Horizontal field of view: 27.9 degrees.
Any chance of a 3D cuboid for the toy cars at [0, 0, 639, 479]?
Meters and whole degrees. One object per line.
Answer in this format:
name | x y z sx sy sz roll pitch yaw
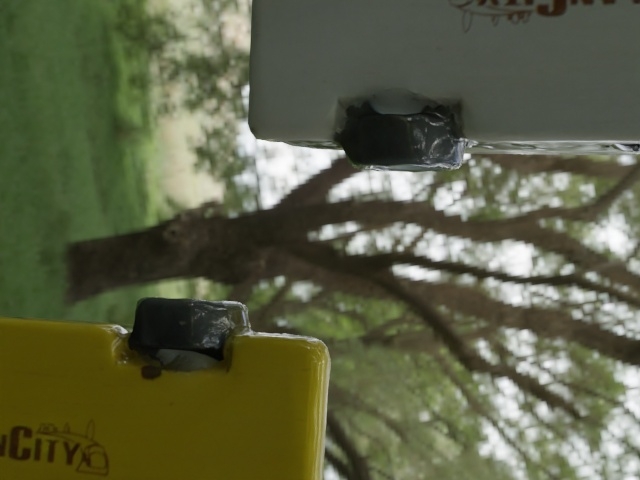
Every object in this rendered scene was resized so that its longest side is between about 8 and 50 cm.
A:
toy cars | 0.000 0.000 0.404 0.176 0.393 0.087 53 13 13
